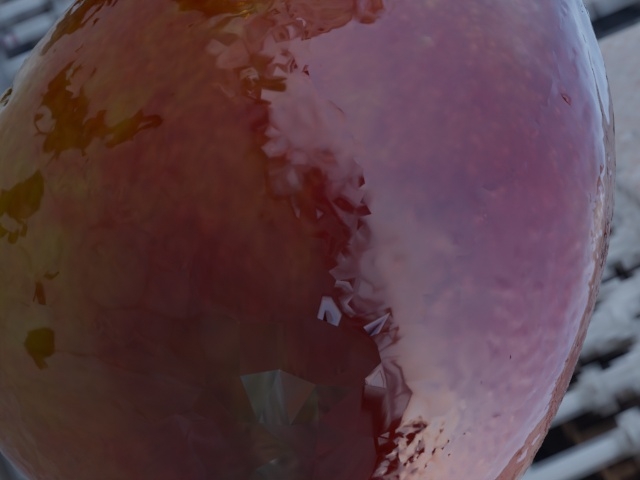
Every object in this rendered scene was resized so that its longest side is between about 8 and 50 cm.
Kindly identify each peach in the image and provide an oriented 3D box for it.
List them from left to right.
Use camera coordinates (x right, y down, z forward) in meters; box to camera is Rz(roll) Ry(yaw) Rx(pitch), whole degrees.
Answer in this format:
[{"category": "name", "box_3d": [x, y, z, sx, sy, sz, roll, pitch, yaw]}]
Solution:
[{"category": "peach", "box_3d": [0.000, 0.000, 0.703, 0.249, 0.274, 0.245, 25, 14, -32]}]
